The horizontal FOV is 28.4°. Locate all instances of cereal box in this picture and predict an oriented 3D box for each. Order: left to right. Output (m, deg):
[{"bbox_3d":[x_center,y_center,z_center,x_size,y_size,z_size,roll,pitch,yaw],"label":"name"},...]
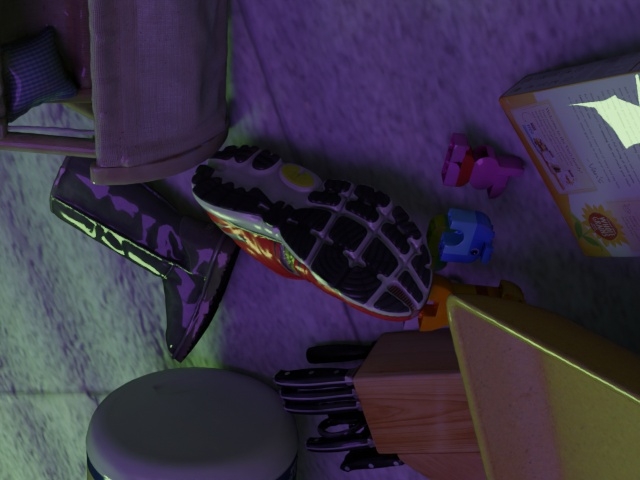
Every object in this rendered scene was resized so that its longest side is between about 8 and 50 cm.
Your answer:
[{"bbox_3d":[0.267,-0.067,1.017,0.240,0.047,0.173,-1,123,60],"label":"cereal box"}]

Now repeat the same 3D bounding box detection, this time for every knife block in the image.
[{"bbox_3d":[0.092,0.139,1.277,0.242,0.088,0.275,33,129,4],"label":"knife block"}]

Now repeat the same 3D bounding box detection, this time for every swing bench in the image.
[{"bbox_3d":[-0.220,-0.203,1.170,0.255,0.165,0.253,15,125,18],"label":"swing bench"}]

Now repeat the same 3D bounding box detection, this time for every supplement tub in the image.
[{"bbox_3d":[-0.143,0.326,1.405,0.228,0.228,0.316,13,117,20],"label":"supplement tub"}]

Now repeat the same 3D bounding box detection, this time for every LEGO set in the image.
[{"bbox_3d":[0.147,0.022,1.175,0.093,0.087,0.227,6,130,-8],"label":"LEGO set"}]

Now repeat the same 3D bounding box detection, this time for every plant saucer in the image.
[{"bbox_3d":[0.268,0.211,1.064,0.333,0.081,0.333,30,145,49],"label":"plant saucer"}]

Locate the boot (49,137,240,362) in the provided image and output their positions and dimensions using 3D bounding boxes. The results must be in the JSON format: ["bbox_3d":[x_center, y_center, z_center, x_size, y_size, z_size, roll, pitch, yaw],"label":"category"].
[{"bbox_3d":[-0.200,0.013,1.356,0.208,0.076,0.189,24,114,3],"label":"boot"}]

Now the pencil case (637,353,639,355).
[{"bbox_3d":[0.347,0.234,1.193,0.113,0.124,0.273,-13,118,0],"label":"pencil case"}]

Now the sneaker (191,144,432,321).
[{"bbox_3d":[0.000,0.000,1.215,0.279,0.107,0.118,32,158,31],"label":"sneaker"}]
